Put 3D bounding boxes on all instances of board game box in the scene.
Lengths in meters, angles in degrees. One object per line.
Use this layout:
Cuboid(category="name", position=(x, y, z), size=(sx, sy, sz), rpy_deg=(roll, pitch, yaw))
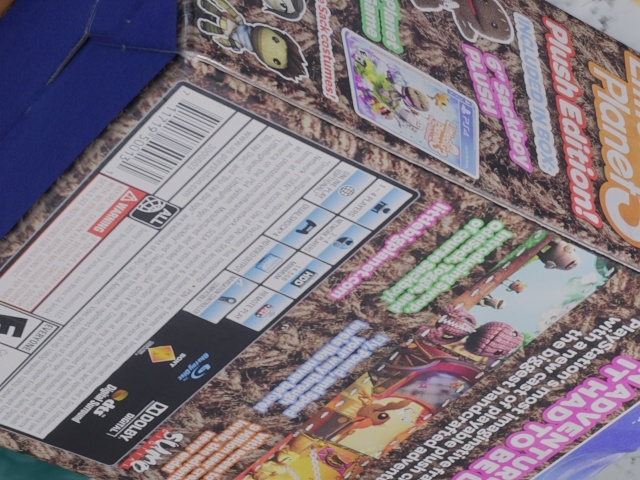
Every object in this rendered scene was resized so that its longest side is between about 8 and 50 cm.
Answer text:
Cuboid(category="board game box", position=(0.000, 0.000, 0.799), size=(0.291, 0.141, 0.232), rpy_deg=(25, 132, -29))
